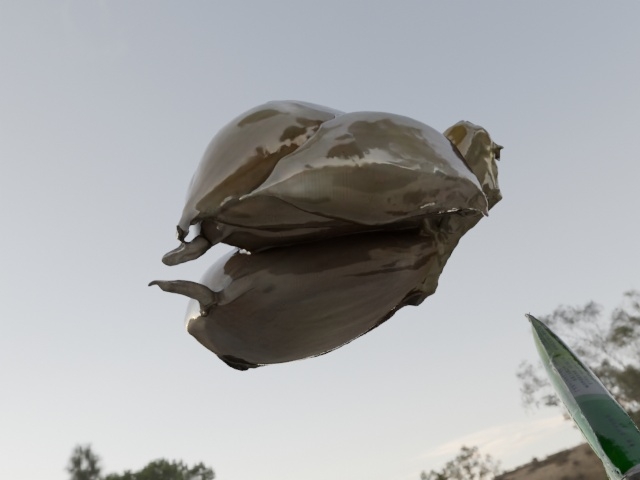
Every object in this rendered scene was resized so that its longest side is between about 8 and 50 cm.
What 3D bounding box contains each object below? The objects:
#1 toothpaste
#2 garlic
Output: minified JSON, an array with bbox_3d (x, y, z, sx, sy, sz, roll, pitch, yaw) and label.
[{"bbox_3d":[0.235,0.148,0.565,0.047,0.248,0.078,-33,-68,10],"label":"toothpaste"},{"bbox_3d":[0.000,0.000,0.514,0.292,0.210,0.237,-9,2,-24],"label":"garlic"}]
